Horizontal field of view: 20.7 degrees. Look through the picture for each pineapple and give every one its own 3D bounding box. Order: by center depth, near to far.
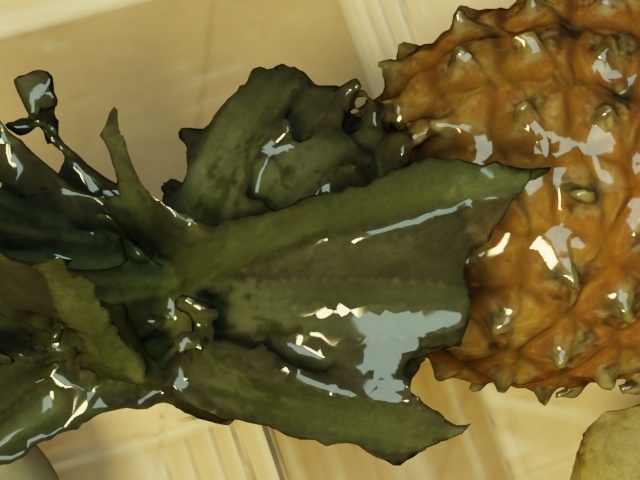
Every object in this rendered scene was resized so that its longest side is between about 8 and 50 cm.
[{"bbox_3d":[0.002,0.003,0.559,0.364,0.165,0.166,-14,77,-28],"label":"pineapple"}]

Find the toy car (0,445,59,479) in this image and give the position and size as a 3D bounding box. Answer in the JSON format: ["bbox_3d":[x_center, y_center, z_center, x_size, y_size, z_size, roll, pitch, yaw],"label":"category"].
[{"bbox_3d":[-0.138,0.094,0.573,0.112,0.112,0.139,-5,59,-28],"label":"toy car"}]

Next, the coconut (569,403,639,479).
[{"bbox_3d":[0.161,0.121,0.577,0.183,0.171,0.171,40,72,-4],"label":"coconut"}]
